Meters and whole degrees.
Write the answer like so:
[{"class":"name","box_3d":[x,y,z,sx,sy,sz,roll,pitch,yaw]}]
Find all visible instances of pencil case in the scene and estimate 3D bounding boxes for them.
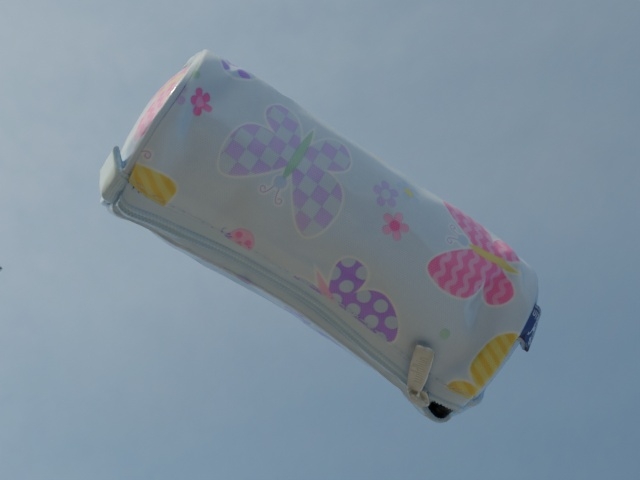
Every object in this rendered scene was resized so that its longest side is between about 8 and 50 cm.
[{"class":"pencil case","box_3d":[0.000,0.000,0.746,0.273,0.124,0.113,35,-24,-12]}]

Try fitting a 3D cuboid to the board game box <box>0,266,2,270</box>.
[{"class":"board game box","box_3d":[-0.266,0.034,0.666,0.103,0.154,0.026,44,-39,-9]}]
